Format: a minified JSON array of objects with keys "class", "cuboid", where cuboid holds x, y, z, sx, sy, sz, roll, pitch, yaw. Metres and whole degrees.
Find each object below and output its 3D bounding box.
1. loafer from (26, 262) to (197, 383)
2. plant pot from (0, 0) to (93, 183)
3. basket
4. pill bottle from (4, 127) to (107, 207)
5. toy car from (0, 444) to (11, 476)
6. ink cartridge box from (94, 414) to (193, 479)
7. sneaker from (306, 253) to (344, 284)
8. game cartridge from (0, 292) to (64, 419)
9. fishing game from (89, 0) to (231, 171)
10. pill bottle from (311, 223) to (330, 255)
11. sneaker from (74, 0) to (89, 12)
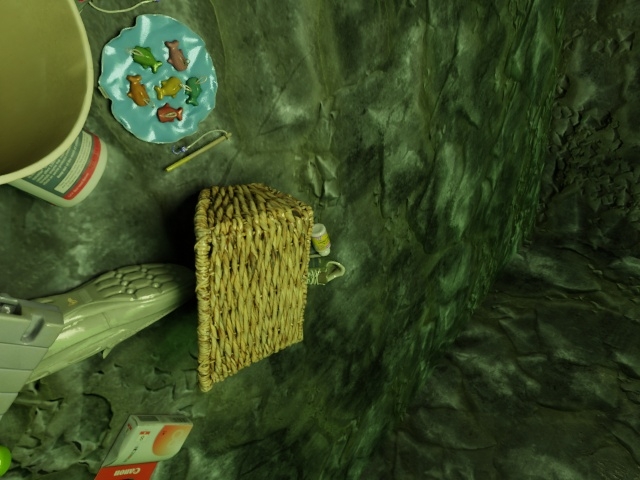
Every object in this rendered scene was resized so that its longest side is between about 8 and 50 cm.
[{"class":"loafer","cuboid":[-0.346,0.124,0.660,0.320,0.112,0.111,-19,129,-34]},{"class":"plant pot","cuboid":[-0.363,-0.121,0.289,0.256,0.274,0.256,42,40,-51]},{"class":"basket","cuboid":[-0.167,0.059,0.744,0.223,0.214,0.299,-18,125,-40]},{"class":"pill bottle","cuboid":[-0.361,-0.121,0.491,0.108,0.108,0.180,-60,143,-5]},{"class":"toy car","cuboid":[-0.540,0.369,0.548,0.189,0.148,0.155,-19,163,-14]},{"class":"ink cartridge box","cuboid":[-0.368,0.448,0.868,0.145,0.045,0.179,33,82,-52]},{"class":"sneaker","cuboid":[-0.018,0.078,1.036,0.192,0.086,0.064,-14,121,-45]},{"class":"game cartridge","cuboid":[-0.491,0.127,0.409,0.230,0.068,0.355,-50,141,8]},{"class":"fishing game","cuboid":[-0.233,-0.239,0.634,0.189,0.041,0.264,-36,133,-31]},{"class":"pill bottle","cuboid":[0.000,0.000,1.049,0.043,0.043,0.083,-45,139,-24]},{"class":"sneaker","cuboid":[-0.239,-0.331,0.448,0.124,0.178,0.295,39,78,-47]}]
